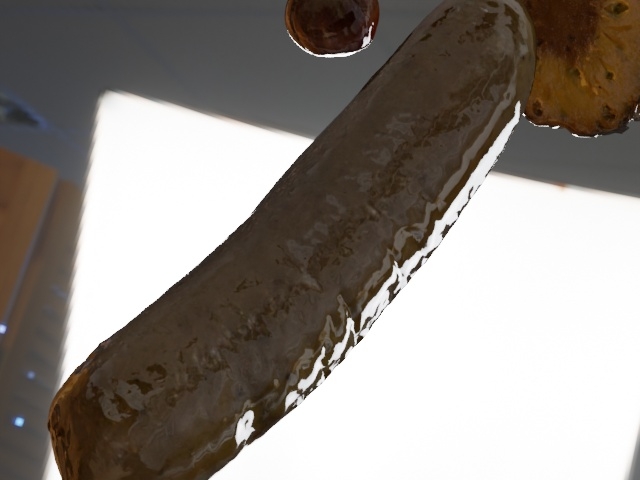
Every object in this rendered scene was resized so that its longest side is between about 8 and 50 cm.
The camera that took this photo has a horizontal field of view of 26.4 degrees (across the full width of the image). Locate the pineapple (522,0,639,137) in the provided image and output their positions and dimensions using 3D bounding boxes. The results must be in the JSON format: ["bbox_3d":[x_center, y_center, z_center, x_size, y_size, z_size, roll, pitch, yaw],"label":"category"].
[{"bbox_3d":[0.338,-0.299,1.515,0.352,0.300,0.352,38,-33,30],"label":"pineapple"}]

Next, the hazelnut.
[{"bbox_3d":[0.012,-0.204,1.225,0.086,0.086,0.086,14,-18,5],"label":"hazelnut"}]

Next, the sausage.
[{"bbox_3d":[0.002,0.002,0.972,0.123,0.501,0.136,16,-34,49],"label":"sausage"}]
